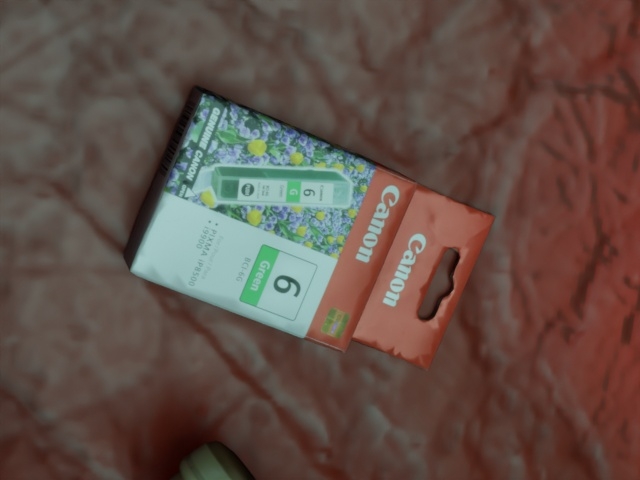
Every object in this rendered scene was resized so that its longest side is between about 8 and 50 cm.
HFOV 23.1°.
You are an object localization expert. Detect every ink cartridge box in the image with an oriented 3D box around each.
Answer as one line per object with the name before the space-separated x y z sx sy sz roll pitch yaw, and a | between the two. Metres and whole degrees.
ink cartridge box | 0.000 0.000 0.515 0.115 0.029 0.063 22 95 -14

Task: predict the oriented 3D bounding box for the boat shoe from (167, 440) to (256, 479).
boat shoe | -0.008 0.212 0.516 0.098 0.109 0.302 -22 110 -8
